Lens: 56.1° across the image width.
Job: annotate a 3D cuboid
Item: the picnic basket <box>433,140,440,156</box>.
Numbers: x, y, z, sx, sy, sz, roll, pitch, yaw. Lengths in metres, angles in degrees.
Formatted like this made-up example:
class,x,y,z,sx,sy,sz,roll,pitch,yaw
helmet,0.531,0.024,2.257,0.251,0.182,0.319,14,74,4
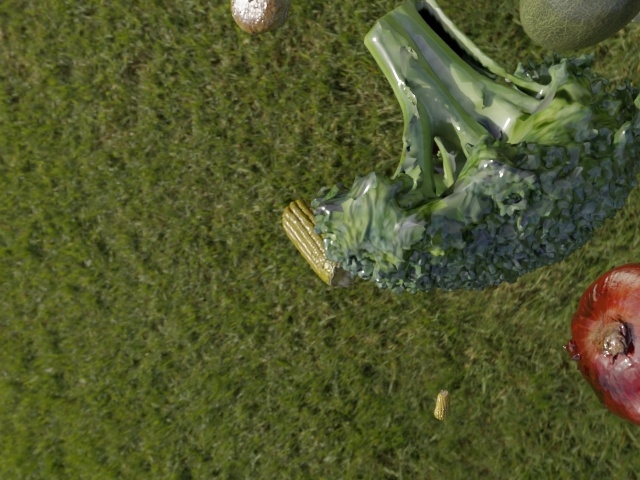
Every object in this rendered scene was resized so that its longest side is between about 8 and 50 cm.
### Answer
class,x,y,z,sx,sy,sz,roll,pitch,yaw
picnic basket,0.361,-0.300,1.667,0.222,0.129,0.297,32,151,36

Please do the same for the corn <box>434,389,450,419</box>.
class,x,y,z,sx,sy,sz,roll,pitch,yaw
corn,0.307,0.413,1.509,0.037,0.037,0.092,15,128,24

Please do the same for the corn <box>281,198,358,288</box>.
class,x,y,z,sx,sy,sz,roll,pitch,yaw
corn,0.000,0.000,1.578,0.344,0.131,0.131,50,124,52

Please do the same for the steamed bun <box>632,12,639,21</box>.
class,x,y,z,sx,sy,sz,roll,pitch,yaw
steamed bun,0.854,-0.676,1.549,0.146,0.241,0.164,-18,128,43

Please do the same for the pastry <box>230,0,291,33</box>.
class,x,y,z,sx,sy,sz,roll,pitch,yaw
pastry,-0.175,-0.694,1.733,0.192,0.093,0.182,-2,105,40

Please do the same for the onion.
class,x,y,z,sx,sy,sz,roll,pitch,yaw
onion,0.701,0.212,1.221,0.341,0.341,0.341,5,102,26

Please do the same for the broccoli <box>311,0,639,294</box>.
class,x,y,z,sx,sy,sz,roll,pitch,yaw
broccoli,0.150,-0.078,0.635,0.302,0.375,0.249,49,161,30

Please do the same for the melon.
class,x,y,z,sx,sy,sz,roll,pitch,yaw
melon,0.560,-0.538,1.288,0.238,0.302,0.237,2,83,-14
